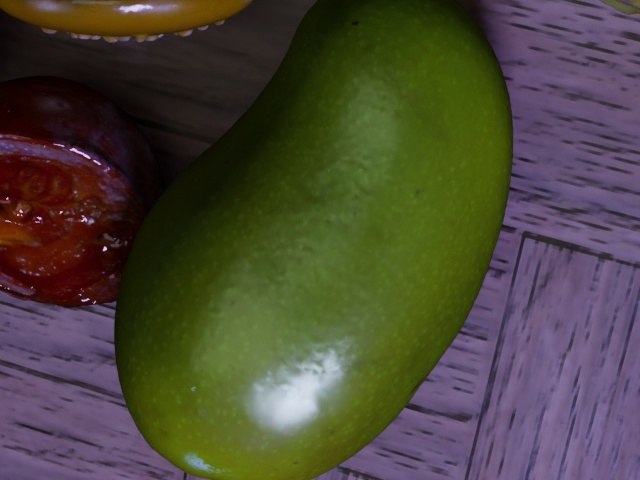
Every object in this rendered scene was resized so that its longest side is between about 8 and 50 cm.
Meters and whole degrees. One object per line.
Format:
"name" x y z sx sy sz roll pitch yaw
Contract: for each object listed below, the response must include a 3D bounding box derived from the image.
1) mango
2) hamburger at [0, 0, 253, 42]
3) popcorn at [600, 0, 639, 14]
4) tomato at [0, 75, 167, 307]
"mango" 0.000 0.000 0.955 0.175 0.143 0.293 28 102 -2
"hamburger" -0.103 -0.166 0.940 0.162 0.162 0.115 7 111 16
"popcorn" 0.181 -0.142 0.883 0.089 0.109 0.097 117 140 -50
"tomato" -0.156 -0.038 1.021 0.139 0.091 0.159 -13 135 24
